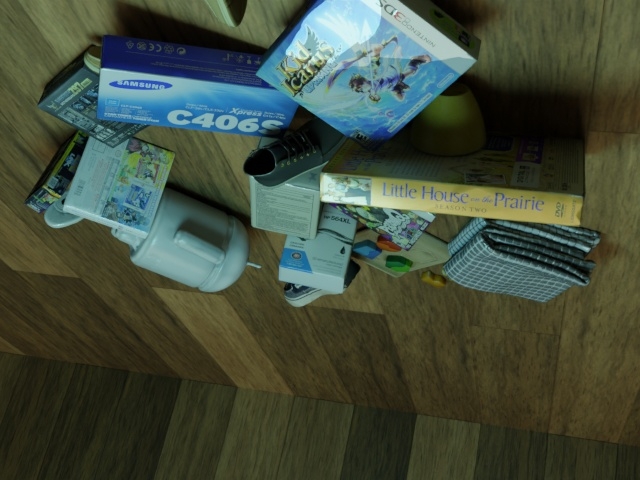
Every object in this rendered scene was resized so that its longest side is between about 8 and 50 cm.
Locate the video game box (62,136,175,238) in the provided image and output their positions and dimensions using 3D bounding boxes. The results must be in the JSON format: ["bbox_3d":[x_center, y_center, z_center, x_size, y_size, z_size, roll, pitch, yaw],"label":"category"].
[{"bbox_3d":[-0.434,-0.129,1.891,0.187,0.205,0.048,20,158,-12],"label":"video game box"}]

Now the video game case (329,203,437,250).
[{"bbox_3d":[0.131,-0.077,1.828,0.210,0.041,0.232,32,160,2],"label":"video game case"}]

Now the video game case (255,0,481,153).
[{"bbox_3d":[0.070,-0.287,1.372,0.244,0.061,0.269,33,136,-17],"label":"video game case"}]

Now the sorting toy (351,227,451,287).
[{"bbox_3d":[0.220,0.046,2.128,0.307,0.041,0.229,26,152,-25],"label":"sorting toy"}]

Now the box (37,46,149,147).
[{"bbox_3d":[-0.436,-0.280,1.745,0.183,0.059,0.233,28,152,-30],"label":"box"}]

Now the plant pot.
[{"bbox_3d":[0.222,-0.218,1.503,0.134,0.134,0.095,7,123,13],"label":"plant pot"}]

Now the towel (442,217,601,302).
[{"bbox_3d":[0.441,0.045,1.930,0.284,0.121,0.235,16,156,-6],"label":"towel"}]

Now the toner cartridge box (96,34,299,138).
[{"bbox_3d":[-0.217,-0.268,1.554,0.348,0.075,0.165,4,155,-15],"label":"toner cartridge box"}]

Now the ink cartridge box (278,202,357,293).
[{"bbox_3d":[0.000,0.000,1.952,0.148,0.203,0.086,11,153,4],"label":"ink cartridge box"}]

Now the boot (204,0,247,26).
[{"bbox_3d":[-0.235,-0.424,1.306,0.204,0.095,0.262,2,151,21],"label":"boot"}]

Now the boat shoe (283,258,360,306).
[{"bbox_3d":[-0.039,0.066,2.239,0.158,0.127,0.340,44,151,-13],"label":"boat shoe"}]

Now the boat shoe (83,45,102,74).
[{"bbox_3d":[-0.334,-0.331,1.598,0.190,0.068,0.072,9,144,-17],"label":"boat shoe"}]

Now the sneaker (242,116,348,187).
[{"bbox_3d":[-0.036,-0.171,1.621,0.222,0.083,0.118,-35,171,10],"label":"sneaker"}]

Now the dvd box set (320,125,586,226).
[{"bbox_3d":[0.239,-0.123,1.506,0.421,0.307,0.062,6,114,13],"label":"dvd box set"}]

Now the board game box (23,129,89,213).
[{"bbox_3d":[-0.579,-0.154,1.940,0.048,0.170,0.141,36,148,-22],"label":"board game box"}]

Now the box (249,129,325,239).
[{"bbox_3d":[-0.063,-0.117,1.827,0.149,0.126,0.232,12,155,2],"label":"box"}]

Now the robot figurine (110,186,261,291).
[{"bbox_3d":[-0.320,0.001,2.109,0.354,0.199,0.300,24,-179,-21],"label":"robot figurine"}]

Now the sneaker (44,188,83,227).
[{"bbox_3d":[-0.547,-0.084,2.030,0.079,0.217,0.121,43,153,5],"label":"sneaker"}]
